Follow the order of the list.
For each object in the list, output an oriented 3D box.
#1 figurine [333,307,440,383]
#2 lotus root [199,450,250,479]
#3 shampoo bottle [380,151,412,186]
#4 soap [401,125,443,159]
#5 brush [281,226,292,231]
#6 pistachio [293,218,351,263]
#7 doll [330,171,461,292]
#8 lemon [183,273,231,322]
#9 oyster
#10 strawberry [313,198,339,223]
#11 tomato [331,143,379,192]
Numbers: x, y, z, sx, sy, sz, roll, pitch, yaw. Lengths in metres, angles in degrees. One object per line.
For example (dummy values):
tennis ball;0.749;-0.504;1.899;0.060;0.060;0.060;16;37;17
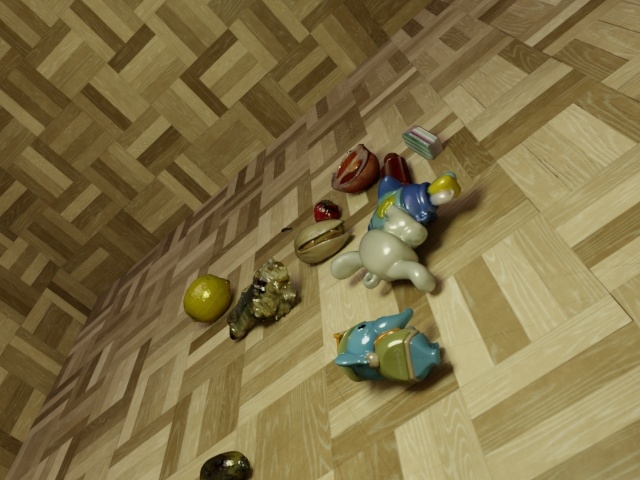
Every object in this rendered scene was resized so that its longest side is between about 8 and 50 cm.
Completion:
figurine;0.154;0.243;1.298;0.261;0.154;0.180;-8;31;30
lotus root;-0.247;0.581;1.465;0.179;0.080;0.089;-28;27;34
shampoo bottle;0.253;-0.222;1.970;0.102;0.064;0.260;-37;24;21
soap;0.342;-0.331;1.954;0.056;0.100;0.149;-42;48;-6
brush;-0.143;-0.048;2.427;0.024;0.008;0.083;-53;23;-25
pistachio;0.000;0.000;1.962;0.223;0.126;0.152;-29;-8;33
doll;0.221;-0.023;1.585;0.375;0.187;0.366;16;71;39
lemon;-0.445;0.228;2.280;0.193;0.180;0.181;-62;19;16
oyster;-0.214;0.203;1.960;0.337;0.133;0.198;-47;45;36
strawberry;0.020;-0.098;2.135;0.106;0.106;0.106;-37;24;20
tomato;0.139;-0.244;2.146;0.199;0.112;0.228;-47;22;16
